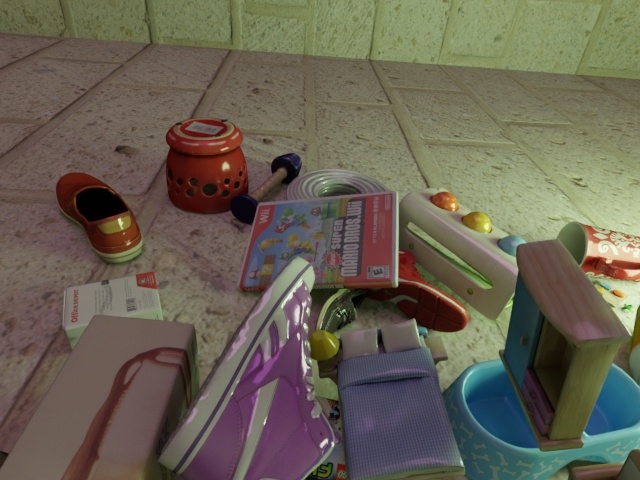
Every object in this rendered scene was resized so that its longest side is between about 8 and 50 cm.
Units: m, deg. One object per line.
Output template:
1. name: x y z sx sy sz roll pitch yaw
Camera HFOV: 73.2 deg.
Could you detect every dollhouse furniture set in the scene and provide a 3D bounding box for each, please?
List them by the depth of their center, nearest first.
1. dollhouse furniture set: 0.129 0.166 0.451 0.304 0.198 0.286 -9 37 5

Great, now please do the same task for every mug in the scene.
1. mug: 0.588 0.044 0.872 0.170 0.113 0.150 9 50 -2

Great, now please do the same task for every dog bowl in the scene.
1. dog bowl: 0.306 0.232 0.591 0.298 0.074 0.165 -4 37 -14

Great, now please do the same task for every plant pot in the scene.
1. plant pot: -0.267 -0.181 1.007 0.191 0.174 0.191 3 38 -2

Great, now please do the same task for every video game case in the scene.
1. video game case: 0.000 0.000 0.799 0.286 0.025 0.203 -4 52 16

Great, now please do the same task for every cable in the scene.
1. cable: 0.039 -0.076 0.969 0.257 0.089 0.257 20 38 19

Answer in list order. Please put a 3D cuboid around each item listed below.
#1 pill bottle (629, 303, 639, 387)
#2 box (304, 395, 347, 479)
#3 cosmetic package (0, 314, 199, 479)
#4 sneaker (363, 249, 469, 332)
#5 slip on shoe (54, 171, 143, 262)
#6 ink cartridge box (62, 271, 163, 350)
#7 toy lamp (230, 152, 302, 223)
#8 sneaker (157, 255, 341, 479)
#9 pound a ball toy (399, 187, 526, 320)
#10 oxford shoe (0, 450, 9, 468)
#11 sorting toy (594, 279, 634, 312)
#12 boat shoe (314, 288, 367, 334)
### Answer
1. pill bottle: 0.550 0.175 0.663 0.118 0.117 0.208 26 40 26
2. box: -0.046 0.250 0.551 0.207 0.036 0.114 10 36 6
3. cosmetic package: -0.226 0.238 0.450 0.129 0.153 0.296 5 37 -3
4. sneaker: 0.177 0.072 0.787 0.221 0.086 0.128 26 42 25
5. slip on shoe: -0.467 -0.077 0.897 0.123 0.101 0.331 -24 43 -32
6. ink cartridge box: -0.328 0.111 0.689 0.136 0.056 0.099 -10 38 -21
7. toy lamp: -0.119 -0.141 1.049 0.080 0.080 0.274 15 36 13
8. sneaker: -0.038 0.156 0.500 0.161 0.102 0.282 32 52 -4
9. pound a ball toy: 0.295 -0.016 0.862 0.208 0.135 0.319 -15 45 -37
10. oxford shoe: -0.485 0.267 0.375 0.397 0.146 0.140 -13 41 -23
11. sorting toy: 0.580 0.110 0.847 0.062 0.012 0.083 -18 41 -30
12. boat shoe: 0.038 0.118 0.729 0.049 0.056 0.152 14 36 20
